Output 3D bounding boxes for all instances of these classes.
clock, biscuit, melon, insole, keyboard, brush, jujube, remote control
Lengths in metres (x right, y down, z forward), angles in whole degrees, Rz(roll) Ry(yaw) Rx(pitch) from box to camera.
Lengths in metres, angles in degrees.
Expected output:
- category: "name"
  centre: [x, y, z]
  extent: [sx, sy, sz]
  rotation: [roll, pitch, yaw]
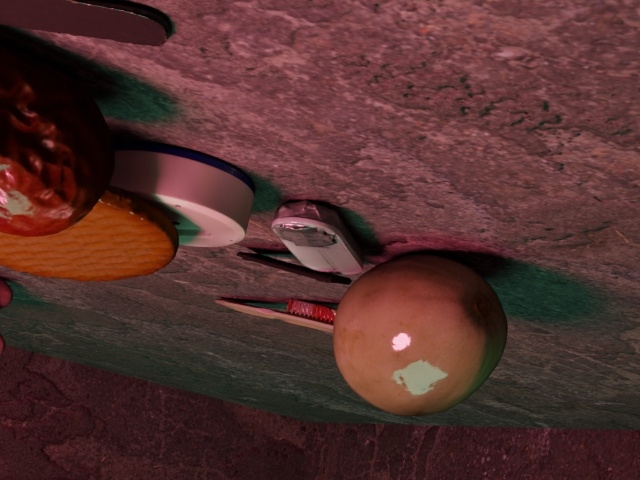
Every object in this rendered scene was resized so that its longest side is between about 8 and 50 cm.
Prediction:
- category: "clock"
  centre: [-0.210, -0.059, 1.445]
  extent: [0.230, 0.083, 0.230]
  rotation: [12, 164, 3]
- category: "biscuit"
  centre: [-0.348, -0.015, 1.403]
  extent: [0.318, 0.040, 0.318]
  rotation: [4, 156, 2]
- category: "melon"
  centre: [0.150, 0.147, 1.621]
  extent: [0.272, 0.271, 0.308]
  rotation: [11, 157, -2]
- category: "insole"
  centre: [-0.298, -0.233, 1.010]
  extent: [0.309, 0.012, 0.110]
  rotation: [10, 163, 0]
- category: "keyboard"
  centre: [-0.046, 0.045, 1.724]
  extent: [0.204, 0.013, 0.061]
  rotation: [14, -176, 36]
- category: "brush"
  centre: [-0.080, 0.141, 2.130]
  extent: [0.321, 0.050, 0.060]
  rotation: [8, 169, 36]
- category: "jujube"
  centre: [-0.347, -0.119, 1.139]
  extent: [0.190, 0.190, 0.255]
  rotation: [-2, 150, 37]
- category: "remote control"
  centre: [0.000, 0.000, 1.561]
  extent: [0.104, 0.052, 0.247]
  rotation: [5, 163, 16]

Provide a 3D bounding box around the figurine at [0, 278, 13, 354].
- category: "figurine"
  centre: [-0.866, 0.165, 2.367]
  extent: [0.261, 0.269, 0.211]
  rotation: [-4, 155, 16]
